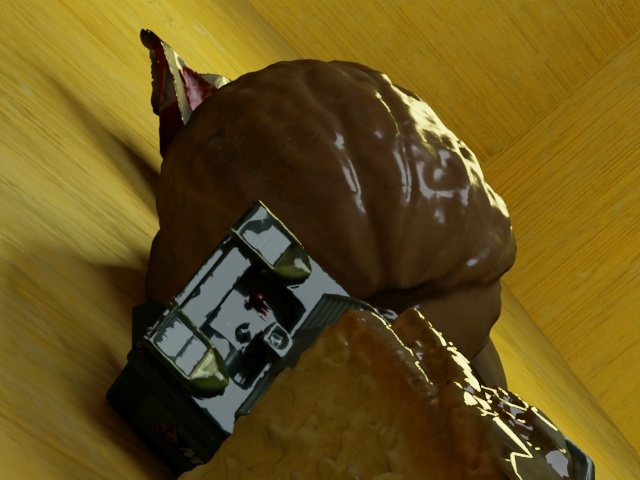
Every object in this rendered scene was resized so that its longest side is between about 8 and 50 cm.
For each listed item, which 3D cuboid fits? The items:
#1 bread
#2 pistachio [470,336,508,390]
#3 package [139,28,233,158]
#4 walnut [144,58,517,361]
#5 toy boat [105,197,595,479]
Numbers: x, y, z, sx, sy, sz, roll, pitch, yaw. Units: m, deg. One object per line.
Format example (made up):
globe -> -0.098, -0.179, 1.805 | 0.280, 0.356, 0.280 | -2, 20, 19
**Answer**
bread -> 0.017, 0.104, 0.583 | 0.127, 0.147, 0.152 | 47, 4, 1
pistachio -> 0.069, 0.105, 1.090 | 0.185, 0.108, 0.126 | 52, 27, -41
package -> -0.054, -0.021, 1.175 | 0.194, 0.071, 0.269 | 11, 55, -60
walnut -> 0.000, 0.000, 0.904 | 0.213, 0.213, 0.213 | 48, 7, -8
toy boat -> 0.043, 0.116, 0.730 | 0.296, 0.122, 0.114 | 43, 47, -6
